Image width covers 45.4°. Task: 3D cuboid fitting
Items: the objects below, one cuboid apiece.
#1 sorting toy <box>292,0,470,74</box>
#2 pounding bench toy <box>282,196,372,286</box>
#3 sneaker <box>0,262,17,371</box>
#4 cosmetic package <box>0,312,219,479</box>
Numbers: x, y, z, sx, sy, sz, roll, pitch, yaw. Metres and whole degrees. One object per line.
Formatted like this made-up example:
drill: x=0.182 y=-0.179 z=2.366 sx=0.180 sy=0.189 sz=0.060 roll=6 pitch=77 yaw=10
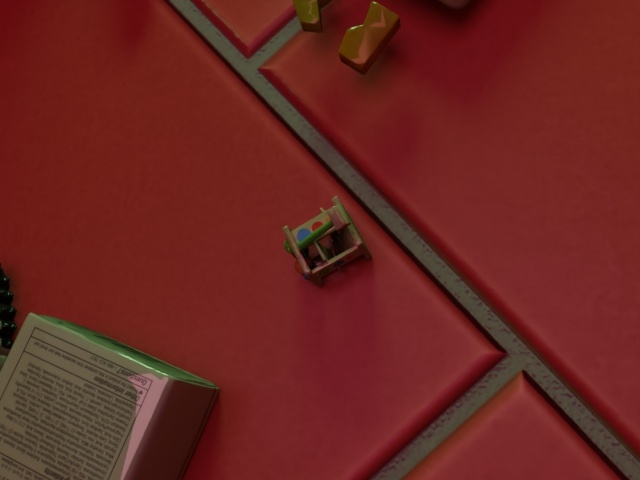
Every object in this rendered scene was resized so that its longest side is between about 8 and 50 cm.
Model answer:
sorting toy: x=0.074 y=-0.320 z=0.755 sx=0.229 sy=0.041 sz=0.307 roll=36 pitch=86 yaw=16
pounding bench toy: x=0.000 y=0.000 z=0.684 sx=0.065 sy=0.083 sz=0.052 roll=-29 pitch=70 yaw=4
sneaker: x=-0.363 y=0.128 z=0.744 sx=0.106 sy=0.078 sz=0.234 roll=-5 pitch=75 yaw=10
cosmetic package: x=-0.230 y=0.238 z=0.661 sx=0.160 sy=0.113 sz=0.310 roll=21 pitch=81 yaw=19
